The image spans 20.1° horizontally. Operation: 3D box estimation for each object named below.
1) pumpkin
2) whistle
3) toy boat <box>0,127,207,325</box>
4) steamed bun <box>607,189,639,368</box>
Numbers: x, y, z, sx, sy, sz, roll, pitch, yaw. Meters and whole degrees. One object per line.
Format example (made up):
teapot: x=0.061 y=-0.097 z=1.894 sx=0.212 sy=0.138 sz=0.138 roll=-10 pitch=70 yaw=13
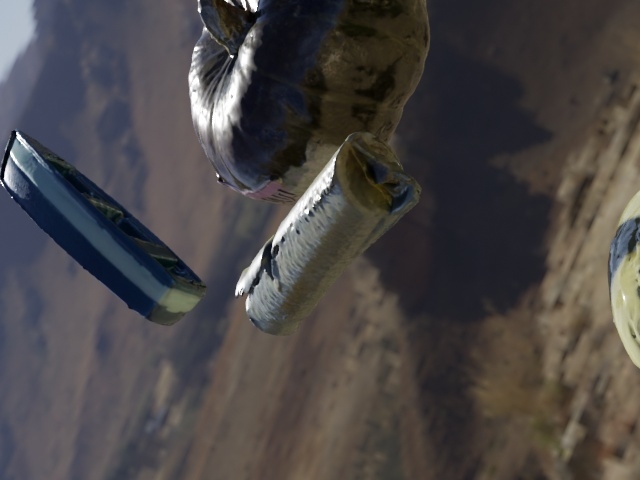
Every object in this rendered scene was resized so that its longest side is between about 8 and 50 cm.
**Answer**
pumpkin: x=-0.026 y=-0.165 z=1.546 sx=0.260 sy=0.189 sz=0.260 roll=-38 pitch=44 yaw=49
whistle: x=0.001 y=-0.001 z=1.377 sx=0.057 sy=0.068 sz=0.326 roll=-56 pitch=4 yaw=-25
toy boat: x=-0.242 y=-0.018 z=1.882 sx=0.062 sy=0.299 sz=0.096 roll=-54 pitch=-28 yaw=9
steamed bun: x=0.354 y=0.069 z=1.391 sx=0.166 sy=0.273 sz=0.232 roll=-41 pitch=11 yaw=23
